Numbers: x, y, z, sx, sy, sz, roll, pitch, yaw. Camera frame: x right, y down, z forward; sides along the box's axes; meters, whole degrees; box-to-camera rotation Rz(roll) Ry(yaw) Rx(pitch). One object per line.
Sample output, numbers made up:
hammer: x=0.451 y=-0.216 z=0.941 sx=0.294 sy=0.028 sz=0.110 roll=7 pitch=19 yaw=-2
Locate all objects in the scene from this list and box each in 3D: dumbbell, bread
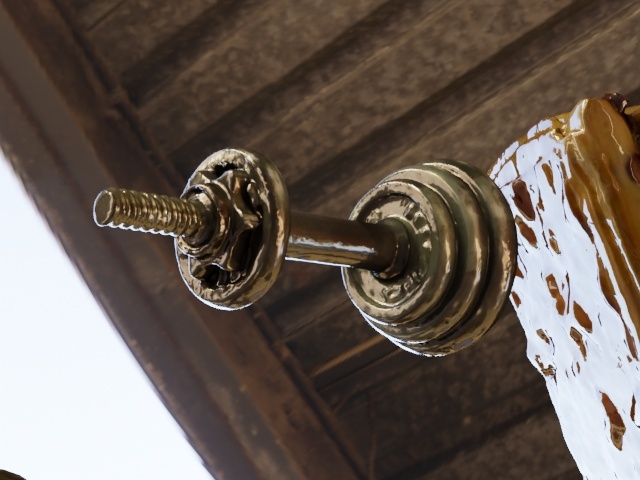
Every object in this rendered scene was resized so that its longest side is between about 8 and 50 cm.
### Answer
dumbbell: x=0.000 y=0.000 z=0.601 sx=0.110 sy=0.255 sz=0.110 roll=-9 pitch=-103 yaw=46
bread: x=0.250 y=0.057 z=0.828 sx=0.167 sy=0.277 sz=0.324 roll=-22 pitch=-95 yaw=-8

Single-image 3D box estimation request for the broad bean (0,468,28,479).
broad bean: x=-0.187 y=0.076 z=0.306 sx=0.075 sy=0.325 sz=0.067 roll=40 pitch=-68 yaw=29
